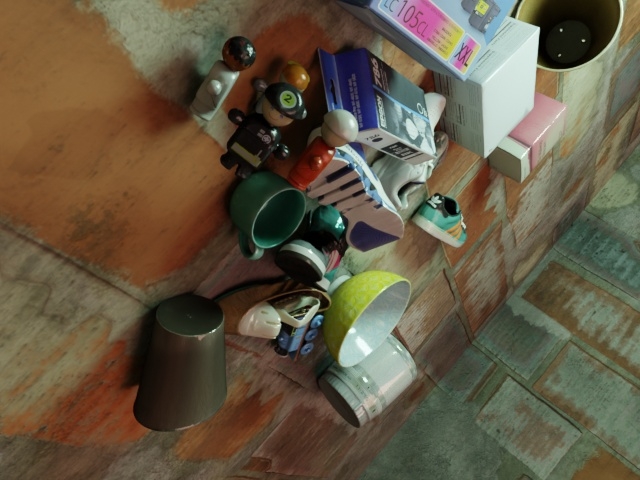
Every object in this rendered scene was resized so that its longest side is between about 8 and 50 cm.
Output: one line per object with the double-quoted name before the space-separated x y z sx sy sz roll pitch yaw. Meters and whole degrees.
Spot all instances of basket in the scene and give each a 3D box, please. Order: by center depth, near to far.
"basket" -0.267 0.235 1.062 0.204 0.154 0.227 -17 131 -44

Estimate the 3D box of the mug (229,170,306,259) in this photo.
"mug" -0.116 -0.056 1.004 0.158 0.097 0.129 -45 148 -9

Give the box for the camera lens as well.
"camera lens" 0.158 0.438 1.729 0.274 0.219 0.219 -37 145 -22

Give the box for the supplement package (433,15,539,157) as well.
"supplement package" 0.404 -0.375 1.296 0.204 0.145 0.262 -45 148 -10

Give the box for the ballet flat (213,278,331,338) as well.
"ballet flat" -0.102 0.160 1.212 0.342 0.124 0.116 -10 129 -46

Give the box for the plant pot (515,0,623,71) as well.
"plant pot" 0.641 -0.543 1.388 0.237 0.237 0.254 -64 162 18

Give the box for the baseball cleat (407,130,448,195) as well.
"baseball cleat" 0.271 -0.185 1.390 0.206 0.072 0.109 -50 155 4

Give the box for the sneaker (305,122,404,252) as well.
"sneaker" 0.064 -0.125 1.051 0.127 0.182 0.315 -19 142 20

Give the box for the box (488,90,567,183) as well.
"box" 0.648 -0.323 1.672 0.232 0.127 0.148 -48 148 -6

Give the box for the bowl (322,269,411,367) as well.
"bowl" 0.096 0.184 1.451 0.289 0.156 0.289 -35 146 -29

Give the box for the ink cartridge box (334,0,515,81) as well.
"ink cartridge box" 0.229 -0.510 0.875 0.270 0.151 0.395 19 107 -39

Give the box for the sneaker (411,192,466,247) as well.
"sneaker" 0.395 -0.063 1.631 0.121 0.108 0.302 -55 147 13

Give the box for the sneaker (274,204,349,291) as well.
"sneaker" 0.000 0.000 1.128 0.295 0.123 0.178 69 42 -75

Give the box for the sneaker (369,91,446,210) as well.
"sneaker" 0.220 -0.203 1.252 0.111 0.129 0.297 7 115 -52

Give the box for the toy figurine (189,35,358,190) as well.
"toy figurine" -0.070 -0.197 0.812 0.213 0.209 0.148 6 134 -50

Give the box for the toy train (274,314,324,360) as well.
"toy train" -0.063 0.234 1.386 0.105 0.080 0.184 -7 130 -37

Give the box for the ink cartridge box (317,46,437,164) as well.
"ink cartridge box" 0.124 -0.261 1.048 0.065 0.165 0.332 -16 168 35
